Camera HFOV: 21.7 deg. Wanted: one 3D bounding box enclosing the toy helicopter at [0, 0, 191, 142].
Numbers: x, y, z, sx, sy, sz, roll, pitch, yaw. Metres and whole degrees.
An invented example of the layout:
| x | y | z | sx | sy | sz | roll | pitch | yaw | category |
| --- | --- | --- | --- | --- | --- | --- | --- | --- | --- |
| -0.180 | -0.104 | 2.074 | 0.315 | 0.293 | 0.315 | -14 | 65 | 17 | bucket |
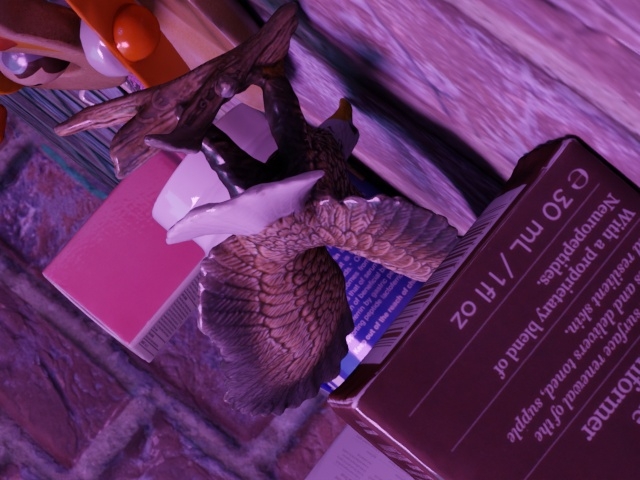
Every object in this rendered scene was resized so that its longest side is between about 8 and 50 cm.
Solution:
| x | y | z | sx | sy | sz | roll | pitch | yaw | category |
| --- | --- | --- | --- | --- | --- | --- | --- | --- | --- |
| -0.224 | -0.155 | 1.187 | 0.235 | 0.140 | 0.355 | 6 | 174 | 9 | toy helicopter |

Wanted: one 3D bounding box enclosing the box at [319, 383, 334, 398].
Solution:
| x | y | z | sx | sy | sz | roll | pitch | yaw | category |
| --- | --- | --- | --- | --- | --- | --- | --- | --- | --- |
| 0.069 | 0.127 | 1.765 | 0.072 | 0.137 | 0.126 | 43 | 172 | -14 | box |

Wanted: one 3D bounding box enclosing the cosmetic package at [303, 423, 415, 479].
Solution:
| x | y | z | sx | sy | sz | roll | pitch | yaw | category |
| --- | --- | --- | --- | --- | --- | --- | --- | --- | --- |
| 0.129 | 0.274 | 1.788 | 0.097 | 0.284 | 0.377 | 43 | 173 | -25 | cosmetic package |

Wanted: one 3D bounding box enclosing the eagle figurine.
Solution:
| x | y | z | sx | sy | sz | roll | pitch | yaw | category |
| --- | --- | --- | --- | --- | --- | --- | --- | --- | --- |
| 0.006 | -0.008 | 1.114 | 0.226 | 0.225 | 0.298 | 9 | 140 | 56 | eagle figurine |

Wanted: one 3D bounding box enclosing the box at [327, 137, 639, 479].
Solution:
| x | y | z | sx | sy | sz | roll | pitch | yaw | category |
| --- | --- | --- | --- | --- | --- | --- | --- | --- | --- |
| 0.209 | 0.140 | 0.923 | 0.381 | 0.191 | 0.143 | 39 | 173 | -2 | box |

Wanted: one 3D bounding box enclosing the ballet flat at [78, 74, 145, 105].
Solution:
| x | y | z | sx | sy | sz | roll | pitch | yaw | category |
| --- | --- | --- | --- | --- | --- | --- | --- | --- | --- |
| -0.213 | -0.173 | 1.593 | 0.221 | 0.079 | 0.077 | 42 | 173 | -20 | ballet flat |

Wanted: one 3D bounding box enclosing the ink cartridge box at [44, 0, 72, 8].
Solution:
| x | y | z | sx | sy | sz | roll | pitch | yaw | category |
| --- | --- | --- | --- | --- | --- | --- | --- | --- | --- |
| -0.286 | -0.272 | 1.423 | 0.333 | 0.065 | 0.165 | 42 | 173 | -6 | ink cartridge box |

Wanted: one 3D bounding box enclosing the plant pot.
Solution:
| x | y | z | sx | sy | sz | roll | pitch | yaw | category |
| --- | --- | --- | --- | --- | --- | --- | --- | --- | --- |
| -0.114 | -0.182 | 1.221 | 0.236 | 0.032 | 0.236 | 38 | 173 | 5 | plant pot |

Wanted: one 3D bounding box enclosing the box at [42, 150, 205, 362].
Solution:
| x | y | z | sx | sy | sz | roll | pitch | yaw | category |
| --- | --- | --- | --- | --- | --- | --- | --- | --- | --- |
| -0.163 | -0.003 | 1.768 | 0.127 | 0.232 | 0.148 | 39 | 173 | 8 | box |

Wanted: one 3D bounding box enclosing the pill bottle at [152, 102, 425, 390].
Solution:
| x | y | z | sx | sy | sz | roll | pitch | yaw | category |
| --- | --- | --- | --- | --- | --- | --- | --- | --- | --- |
| 0.001 | 0.016 | 1.365 | 0.265 | 0.153 | 0.153 | 39 | 173 | 3 | pill bottle |
